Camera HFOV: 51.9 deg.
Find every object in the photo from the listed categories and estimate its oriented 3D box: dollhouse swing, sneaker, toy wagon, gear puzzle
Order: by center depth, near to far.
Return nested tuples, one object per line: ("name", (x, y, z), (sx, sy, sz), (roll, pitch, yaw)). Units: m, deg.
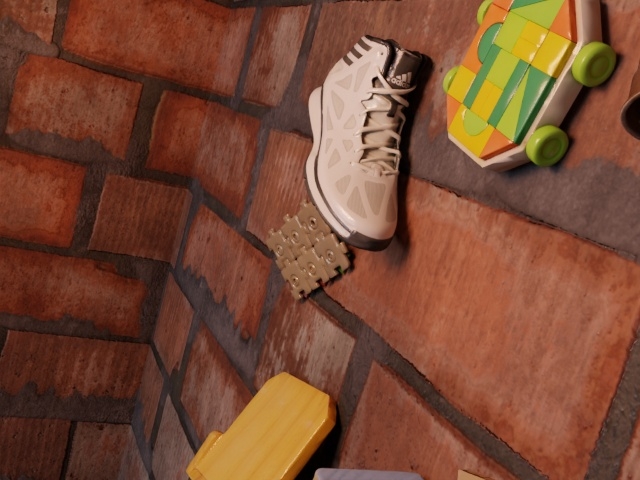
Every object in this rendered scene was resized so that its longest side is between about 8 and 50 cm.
("toy wagon", (0.301, -0.276, 0.945), (0.344, 0.068, 0.267), (-66, 31, 24))
("sneaker", (0.091, -0.215, 1.210), (0.257, 0.169, 0.448), (-53, 35, 44))
("dollhouse swing", (-0.072, 0.511, 1.388), (0.347, 0.305, 0.315), (4, 126, 62))
("gear puzzle", (0.000, 0.000, 1.401), (0.339, 0.044, 0.175), (-37, 78, 52))

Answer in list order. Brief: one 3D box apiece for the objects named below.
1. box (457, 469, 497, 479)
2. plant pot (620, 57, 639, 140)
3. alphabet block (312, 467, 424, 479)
("box", (0.234, 0.428, 0.879), (0.164, 0.021, 0.201), (-8, 74, 61))
("plant pot", (0.395, -0.196, 0.655), (0.167, 0.167, 0.165), (-15, 60, 60))
("alphabet block", (0.069, 0.478, 0.968), (0.193, 0.192, 0.197), (-116, 40, -60))
